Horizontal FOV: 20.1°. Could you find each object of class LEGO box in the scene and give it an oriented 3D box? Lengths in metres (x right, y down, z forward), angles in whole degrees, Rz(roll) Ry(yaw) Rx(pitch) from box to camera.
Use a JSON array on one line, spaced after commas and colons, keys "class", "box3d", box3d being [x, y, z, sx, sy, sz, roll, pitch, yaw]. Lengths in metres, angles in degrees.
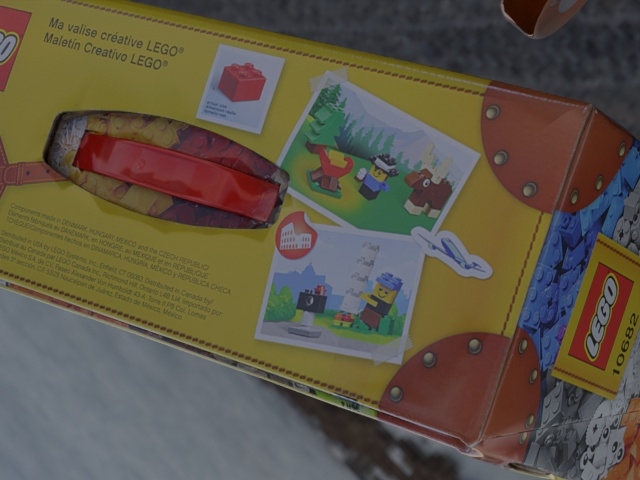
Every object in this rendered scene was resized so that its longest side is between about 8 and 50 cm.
[{"class": "LEGO box", "box3d": [0.000, 0.000, 1.181, 0.500, 0.193, 0.372, 17, 176, 33]}]

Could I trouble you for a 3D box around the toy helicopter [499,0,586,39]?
[{"class": "toy helicopter", "box3d": [0.167, -0.305, 1.110, 0.140, 0.355, 0.235, 42, -174, 19]}]
